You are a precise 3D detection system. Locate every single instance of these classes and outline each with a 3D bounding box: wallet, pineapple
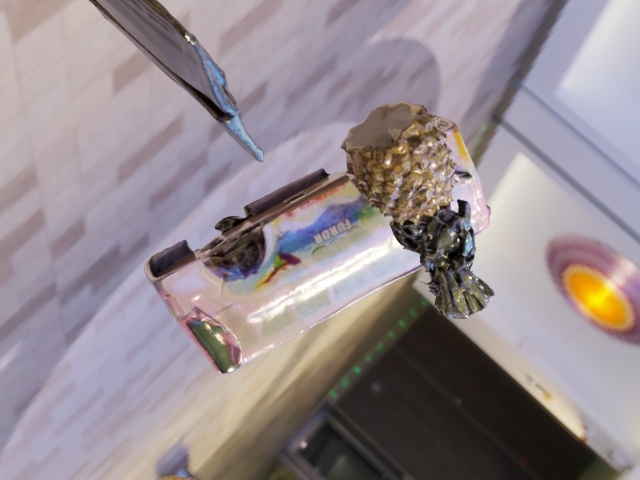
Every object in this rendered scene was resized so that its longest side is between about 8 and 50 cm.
[{"bbox_3d":[-0.161,-0.195,1.103,0.041,0.247,0.323,-44,165,-5],"label":"wallet"},{"bbox_3d":[0.073,-0.016,0.834,0.074,0.159,0.074,-22,-150,13],"label":"pineapple"}]

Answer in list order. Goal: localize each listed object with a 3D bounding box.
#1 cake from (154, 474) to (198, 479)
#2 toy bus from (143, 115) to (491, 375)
[{"bbox_3d":[-0.116,0.232,0.986,0.084,0.084,0.044,-51,178,15],"label":"cake"},{"bbox_3d":[0.000,0.000,0.999,0.274,0.112,0.090,-28,-164,-6],"label":"toy bus"}]
